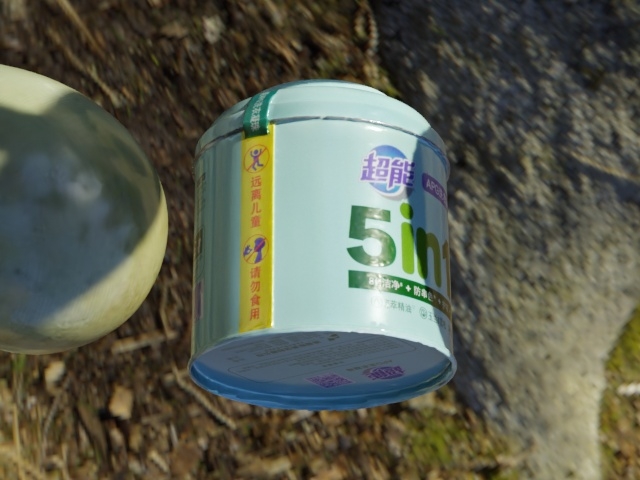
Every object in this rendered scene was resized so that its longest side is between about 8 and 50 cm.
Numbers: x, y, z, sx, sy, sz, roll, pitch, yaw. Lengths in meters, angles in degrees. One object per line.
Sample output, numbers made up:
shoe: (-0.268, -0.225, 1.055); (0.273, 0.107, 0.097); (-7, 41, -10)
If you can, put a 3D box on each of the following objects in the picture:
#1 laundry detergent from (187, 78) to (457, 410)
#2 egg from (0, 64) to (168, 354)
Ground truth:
laundry detergent: (0.000, 0.000, 1.762); (0.287, 0.287, 0.305); (6, 68, -15)
egg: (-0.263, -0.036, 1.335); (0.295, 0.218, 0.218); (35, 102, 12)
